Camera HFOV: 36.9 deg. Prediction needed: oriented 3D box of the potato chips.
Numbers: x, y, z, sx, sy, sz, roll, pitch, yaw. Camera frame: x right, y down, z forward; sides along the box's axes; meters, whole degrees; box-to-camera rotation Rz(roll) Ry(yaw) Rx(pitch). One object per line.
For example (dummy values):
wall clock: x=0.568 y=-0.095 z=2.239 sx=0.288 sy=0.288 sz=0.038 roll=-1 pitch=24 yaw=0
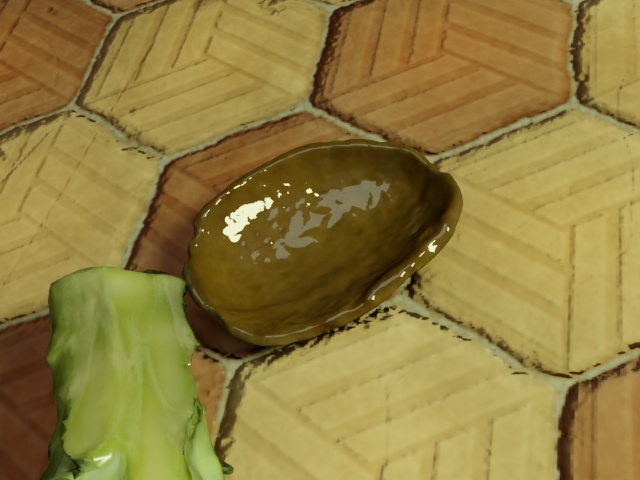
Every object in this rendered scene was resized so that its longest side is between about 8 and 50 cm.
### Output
potato chips: x=0.000 y=0.000 z=0.693 sx=0.202 sy=0.049 sz=0.150 roll=-33 pitch=54 yaw=-18

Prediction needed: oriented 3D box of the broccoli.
broccoli: x=-0.128 y=0.143 z=0.516 sx=0.252 sy=0.221 sz=0.361 roll=-27 pitch=39 yaw=-19
